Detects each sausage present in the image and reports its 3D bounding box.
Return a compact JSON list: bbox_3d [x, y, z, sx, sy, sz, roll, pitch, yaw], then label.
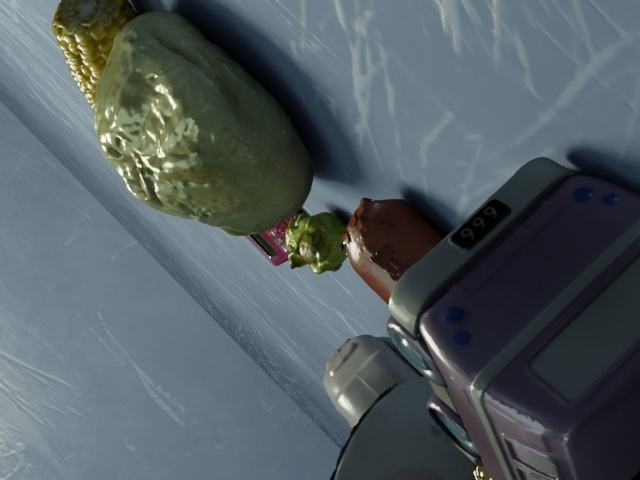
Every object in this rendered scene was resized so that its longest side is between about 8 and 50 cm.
[{"bbox_3d":[0.075,0.024,0.818,0.141,0.076,0.076,45,168,5],"label":"sausage"}]

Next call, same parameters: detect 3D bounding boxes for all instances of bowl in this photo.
[{"bbox_3d":[0.168,0.289,0.963,0.157,0.345,0.345,-10,129,41],"label":"bowl"}]

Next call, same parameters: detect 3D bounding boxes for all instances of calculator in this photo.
[{"bbox_3d":[-0.061,-0.028,1.207,0.126,0.034,0.190,48,162,-9],"label":"calculator"}]

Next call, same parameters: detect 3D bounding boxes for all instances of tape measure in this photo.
[{"bbox_3d":[0.094,0.188,1.161,0.236,0.120,0.197,41,180,21],"label":"tape measure"}]

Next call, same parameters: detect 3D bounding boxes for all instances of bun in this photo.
[{"bbox_3d":[-0.110,-0.086,0.921,0.220,0.134,0.220,44,168,12],"label":"bun"}]

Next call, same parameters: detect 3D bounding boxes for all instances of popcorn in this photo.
[{"bbox_3d":[0.002,0.002,1.029,0.083,0.068,0.059,-16,-75,-78],"label":"popcorn"}]

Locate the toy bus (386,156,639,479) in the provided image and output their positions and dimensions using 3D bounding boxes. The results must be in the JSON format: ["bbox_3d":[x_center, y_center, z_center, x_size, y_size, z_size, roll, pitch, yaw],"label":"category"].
[{"bbox_3d":[0.138,0.073,0.590,0.142,0.142,0.202,37,165,38],"label":"toy bus"}]

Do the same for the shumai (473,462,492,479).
[{"bbox_3d":[0.163,0.139,0.801,0.105,0.123,0.139,58,-179,-4],"label":"shumai"}]

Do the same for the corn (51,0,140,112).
[{"bbox_3d":[-0.179,-0.135,1.089,0.101,0.101,0.310,37,165,36],"label":"corn"}]
